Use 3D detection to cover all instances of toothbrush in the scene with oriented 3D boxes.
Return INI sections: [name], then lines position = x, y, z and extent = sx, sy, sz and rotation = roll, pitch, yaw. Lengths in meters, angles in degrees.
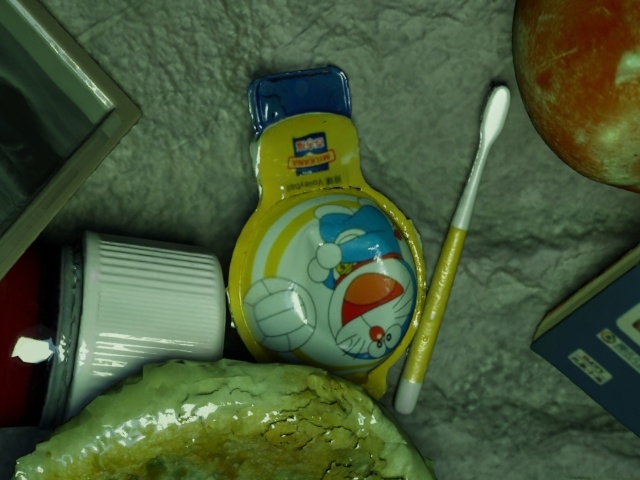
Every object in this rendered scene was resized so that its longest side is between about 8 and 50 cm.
[toothbrush]
position = 0.105, 0.009, 1.593
extent = 0.021, 0.024, 0.288
rotation = 16, 106, -2

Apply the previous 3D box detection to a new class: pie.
[pie]
position = -0.080, 0.206, 1.489
extent = 0.371, 0.078, 0.296
rotation = -6, 131, -12

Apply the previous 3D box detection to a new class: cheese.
[cheese]
position = 0.000, 0.000, 1.554
extent = 0.177, 0.069, 0.270
rotation = -11, 93, -24

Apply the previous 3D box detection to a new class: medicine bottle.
[medicine bottle]
position = -0.277, 0.065, 1.510
extent = 0.395, 0.242, 0.243
rotation = 7, 105, -17

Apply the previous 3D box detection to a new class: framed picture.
[framed picture]
position = -0.344, -0.175, 1.398
extent = 0.028, 0.326, 0.446
rotation = -35, 104, 35

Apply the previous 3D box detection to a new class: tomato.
[tomato]
position = 0.270, -0.163, 1.431
extent = 0.270, 0.270, 0.223
rotation = -20, 67, 5

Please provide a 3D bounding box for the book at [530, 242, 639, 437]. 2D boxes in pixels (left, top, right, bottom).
[book]
position = 0.384, 0.074, 1.466
extent = 0.300, 0.039, 0.428
rotation = 40, 140, -6
